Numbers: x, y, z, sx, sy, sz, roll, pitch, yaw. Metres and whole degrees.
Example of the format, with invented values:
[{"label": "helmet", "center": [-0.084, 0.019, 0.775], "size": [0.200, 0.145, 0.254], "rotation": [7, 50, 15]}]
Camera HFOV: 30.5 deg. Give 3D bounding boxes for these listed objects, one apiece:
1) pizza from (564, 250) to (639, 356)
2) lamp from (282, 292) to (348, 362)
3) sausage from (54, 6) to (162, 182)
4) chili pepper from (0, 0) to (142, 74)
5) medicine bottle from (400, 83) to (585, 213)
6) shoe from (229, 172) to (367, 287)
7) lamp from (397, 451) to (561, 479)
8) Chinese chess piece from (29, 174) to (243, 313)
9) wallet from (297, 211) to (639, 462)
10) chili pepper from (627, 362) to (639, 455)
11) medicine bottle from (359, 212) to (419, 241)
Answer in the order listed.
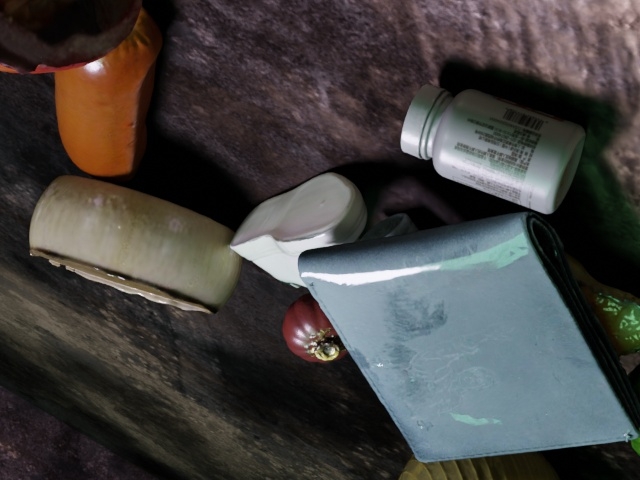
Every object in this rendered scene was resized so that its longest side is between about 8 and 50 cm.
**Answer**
[{"label": "pizza", "center": [0.231, 0.053, 1.136], "size": [0.204, 0.080, 0.188], "rotation": [-20, 121, 35]}, {"label": "lamp", "center": [0.003, 0.107, 1.459], "size": [0.101, 0.090, 0.101], "rotation": [-6, 132, -7]}, {"label": "sausage", "center": [-0.228, -0.147, 1.233], "size": [0.097, 0.094, 0.348], "rotation": [30, 155, 0]}, {"label": "chili pepper", "center": [-0.292, -0.265, 0.990], "size": [0.251, 0.229, 0.305], "rotation": [43, 162, -32]}, {"label": "medicine bottle", "center": [0.143, -0.080, 0.981], "size": [0.140, 0.079, 0.079], "rotation": [22, 153, 18]}, {"label": "shoe", "center": [0.000, 0.000, 1.269], "size": [0.110, 0.095, 0.265], "rotation": [40, 161, -20]}, {"label": "lamp", "center": [0.231, 0.363, 1.544], "size": [0.284, 0.250, 0.250], "rotation": [-6, 161, -18]}, {"label": "Chinese chess piece", "center": [-0.221, 0.008, 1.413], "size": [0.257, 0.104, 0.257], "rotation": [17, 171, 3]}, {"label": "wallet", "center": [0.143, 0.098, 1.121], "size": [0.251, 0.054, 0.290], "rotation": [-11, 126, 32]}, {"label": "chili pepper", "center": [0.350, 0.143, 1.154], "size": [0.099, 0.083, 0.253], "rotation": [-14, 150, -8]}, {"label": "medicine bottle", "center": [0.145, 0.079, 1.254], "size": [0.258, 0.124, 0.079], "rotation": [52, 147, -16]}]
